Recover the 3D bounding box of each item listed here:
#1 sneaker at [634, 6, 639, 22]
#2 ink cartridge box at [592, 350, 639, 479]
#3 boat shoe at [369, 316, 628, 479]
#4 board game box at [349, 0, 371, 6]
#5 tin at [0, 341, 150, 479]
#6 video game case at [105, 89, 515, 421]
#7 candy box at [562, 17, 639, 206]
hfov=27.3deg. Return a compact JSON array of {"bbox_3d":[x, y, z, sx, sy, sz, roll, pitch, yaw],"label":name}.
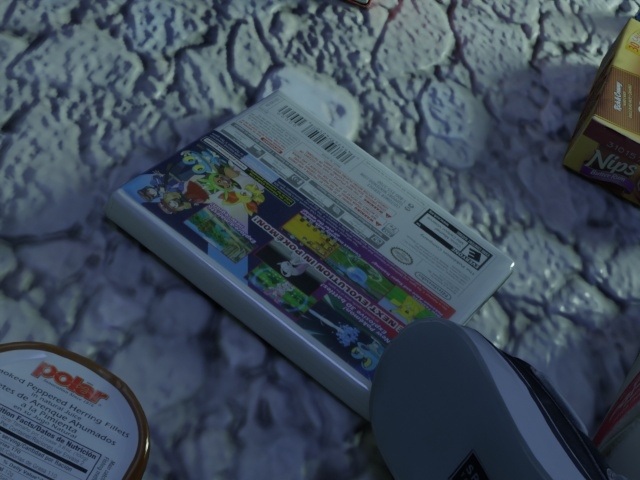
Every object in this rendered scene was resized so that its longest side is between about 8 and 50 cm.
[{"bbox_3d":[0.360,-0.203,1.211,0.135,0.058,0.052,10,42,-21],"label":"sneaker"},{"bbox_3d":[0.294,0.101,0.784,0.207,0.117,0.283,34,39,9],"label":"ink cartridge box"},{"bbox_3d":[0.120,0.165,0.628,0.105,0.113,0.306,21,25,-35],"label":"boat shoe"},{"bbox_3d":[-0.016,-0.351,0.957,0.242,0.316,0.064,19,39,-11],"label":"board game box"},{"bbox_3d":[-0.144,0.118,0.586,0.106,0.040,0.190,30,38,-3],"label":"tin"},{"bbox_3d":[0.000,0.000,0.809,0.201,0.023,0.183,38,40,12],"label":"video game case"},{"bbox_3d":[0.265,-0.096,1.042,0.109,0.053,0.187,29,37,3],"label":"candy box"}]
